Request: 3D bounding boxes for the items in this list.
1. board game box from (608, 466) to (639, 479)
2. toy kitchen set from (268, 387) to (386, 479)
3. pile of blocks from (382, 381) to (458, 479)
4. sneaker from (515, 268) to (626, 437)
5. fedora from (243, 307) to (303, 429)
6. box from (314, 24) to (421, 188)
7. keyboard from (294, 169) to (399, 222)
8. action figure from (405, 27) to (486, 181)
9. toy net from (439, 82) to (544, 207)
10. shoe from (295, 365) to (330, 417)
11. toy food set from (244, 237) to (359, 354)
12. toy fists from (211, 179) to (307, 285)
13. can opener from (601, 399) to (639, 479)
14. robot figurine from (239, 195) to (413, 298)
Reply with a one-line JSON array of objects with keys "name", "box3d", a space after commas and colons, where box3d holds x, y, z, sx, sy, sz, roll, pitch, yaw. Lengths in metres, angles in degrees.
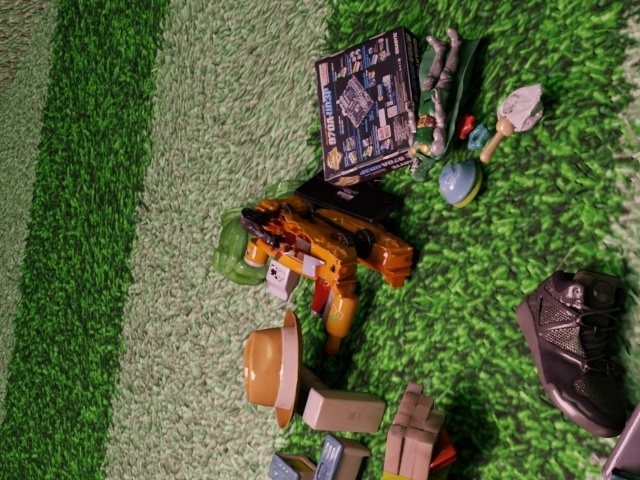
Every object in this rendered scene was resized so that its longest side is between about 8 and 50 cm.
[{"name": "board game box", "box3d": [0.356, 0.361, 1.256, 0.126, 0.026, 0.186, 21, 104, 24]}, {"name": "toy kitchen set", "box3d": [-0.016, 0.315, 1.790, 0.166, 0.122, 0.207, 30, 106, 55]}, {"name": "pile of blocks", "box3d": [0.137, 0.383, 1.588, 0.113, 0.149, 0.362, 15, 108, 14]}, {"name": "sneaker", "box3d": [0.322, 0.122, 1.370, 0.130, 0.087, 0.227, -60, 31, 37]}, {"name": "fedora", "box3d": [-0.080, 0.201, 1.798, 0.194, 0.079, 0.194, -175, 90, -78]}, {"name": "box", "box3d": [0.081, -0.212, 1.804, 0.175, 0.051, 0.220, -19, 65, 31]}, {"name": "keyboard", "box3d": [0.053, -0.067, 1.832, 0.192, 0.100, 0.038, 24, 141, 43]}, {"name": "action figure", "box3d": [0.168, -0.196, 1.675, 0.137, 0.063, 0.232, -13, 61, 58]}, {"name": "toy net", "box3d": [0.245, -0.150, 1.605, 0.232, 0.045, 0.122, -42, 30, 39]}, {"name": "shoe", "box3d": [-0.038, 0.251, 1.910, 0.219, 0.058, 0.076, 21, 119, 60]}, {"name": "toy food set", "box3d": [-0.028, 0.087, 1.868, 0.232, 0.111, 0.104, 27, 112, 28]}, {"name": "toy fists", "box3d": [-0.105, -0.005, 2.032, 0.279, 0.096, 0.142, -25, 62, 49]}, {"name": "can opener", "box3d": [0.376, 0.268, 1.294, 0.095, 0.076, 0.283, 30, 109, 21]}, {"name": "robot figurine", "box3d": [0.000, 0.000, 1.790, 0.291, 0.211, 0.085, 28, 120, 51]}]
